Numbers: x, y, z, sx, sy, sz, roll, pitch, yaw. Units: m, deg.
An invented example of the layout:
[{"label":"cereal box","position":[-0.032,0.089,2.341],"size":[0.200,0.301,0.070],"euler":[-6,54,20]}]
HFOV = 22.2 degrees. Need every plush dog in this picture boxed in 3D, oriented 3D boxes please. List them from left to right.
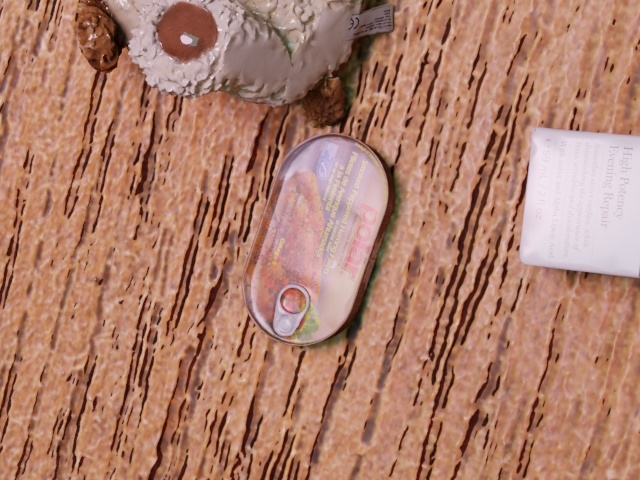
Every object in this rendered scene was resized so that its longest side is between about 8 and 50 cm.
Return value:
[{"label":"plush dog","position":[-0.085,-0.209,1.408],"size":[0.225,0.210,0.262],"euler":[29,69,31]}]

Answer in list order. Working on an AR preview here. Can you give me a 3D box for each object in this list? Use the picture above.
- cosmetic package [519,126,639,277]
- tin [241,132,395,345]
[{"label":"cosmetic package","position":[0.284,-0.023,1.307],"size":[0.231,0.085,0.117],"euler":[5,90,20]},{"label":"tin","position":[0.000,0.000,1.425],"size":[0.106,0.040,0.189],"euler":[22,95,22]}]
